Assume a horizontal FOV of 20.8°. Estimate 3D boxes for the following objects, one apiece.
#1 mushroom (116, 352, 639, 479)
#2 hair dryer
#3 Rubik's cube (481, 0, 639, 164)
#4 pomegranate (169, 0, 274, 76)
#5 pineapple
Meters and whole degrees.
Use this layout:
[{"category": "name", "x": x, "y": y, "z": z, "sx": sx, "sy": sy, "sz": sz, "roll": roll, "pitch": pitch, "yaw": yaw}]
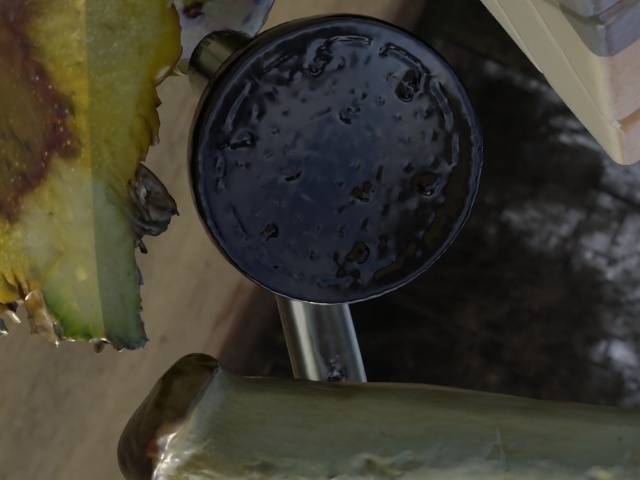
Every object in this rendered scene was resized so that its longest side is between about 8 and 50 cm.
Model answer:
[{"category": "mushroom", "x": 0.055, "y": 0.112, "z": 0.876, "sx": 0.100, "sy": 0.312, "sz": 0.081, "roll": 108, "pitch": -13, "yaw": -73}, {"category": "hair dryer", "x": 0.018, "y": -0.003, "z": 1.063, "sx": 0.156, "sy": 0.284, "sz": 0.320, "roll": -31, "pitch": -170, "yaw": -5}, {"category": "Rubik's cube", "x": 0.197, "y": -0.291, "z": 1.018, "sx": 0.316, "sy": 0.322, "sz": 0.319, "roll": -35, "pitch": 158, "yaw": 1}, {"category": "pomegranate", "x": -0.161, "y": -0.223, "z": 1.388, "sx": 0.306, "sy": 0.242, "sz": 0.242, "roll": -39, "pitch": -163, "yaw": 39}, {"category": "pineapple", "x": -0.216, "y": -0.057, "z": 0.886, "sx": 0.344, "sy": 0.209, "sz": 0.286, "roll": -48, "pitch": 131, "yaw": -30}]
